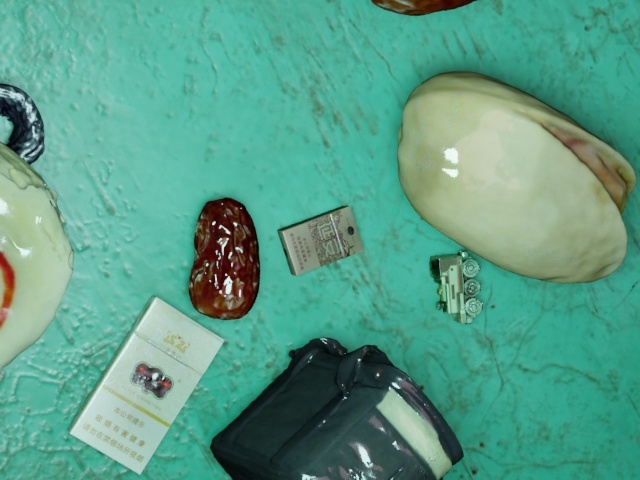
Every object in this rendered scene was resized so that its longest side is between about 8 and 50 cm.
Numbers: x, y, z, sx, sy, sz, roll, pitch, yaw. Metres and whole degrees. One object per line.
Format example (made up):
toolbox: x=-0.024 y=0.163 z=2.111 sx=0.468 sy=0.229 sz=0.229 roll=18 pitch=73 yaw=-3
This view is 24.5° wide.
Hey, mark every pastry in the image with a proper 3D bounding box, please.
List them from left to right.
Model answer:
pastry: x=-0.357 y=0.013 z=1.379 sx=0.264 sy=0.133 sz=0.265 roll=-4 pitch=107 yaw=-13

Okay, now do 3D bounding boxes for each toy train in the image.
toy train: x=0.152 y=0.053 z=1.648 sx=0.053 sy=0.033 sz=0.083 roll=-5 pitch=96 yaw=-13

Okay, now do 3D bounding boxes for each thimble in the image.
thimble: x=-0.328 y=-0.107 z=1.454 sx=0.104 sy=0.066 sz=0.095 roll=-8 pitch=99 yaw=-18

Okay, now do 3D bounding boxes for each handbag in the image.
handbag: x=0.024 y=0.213 z=1.499 sx=0.181 sy=0.254 sz=0.181 roll=-45 pitch=108 yaw=-17

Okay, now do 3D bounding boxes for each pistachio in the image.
pistachio: x=0.209 y=-0.072 z=1.580 sx=0.299 sy=0.187 sz=0.187 roll=25 pitch=86 yaw=-20

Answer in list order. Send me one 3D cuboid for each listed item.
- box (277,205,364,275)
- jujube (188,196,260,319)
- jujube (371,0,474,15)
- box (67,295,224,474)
box: x=0.000 y=0.000 z=1.597 sx=0.083 sy=0.024 sz=0.053 roll=-21 pitch=100 yaw=-15
jujube: x=-0.100 y=0.019 z=1.541 sx=0.077 sy=0.077 sz=0.129 roll=2 pitch=82 yaw=-19
jujube: x=0.131 y=-0.333 z=1.544 sx=0.255 sy=0.190 sz=0.190 roll=-12 pitch=98 yaw=-25
box: x=-0.182 y=0.151 z=1.544 sx=0.090 sy=0.024 sz=0.167 roll=34 pitch=84 yaw=-18
